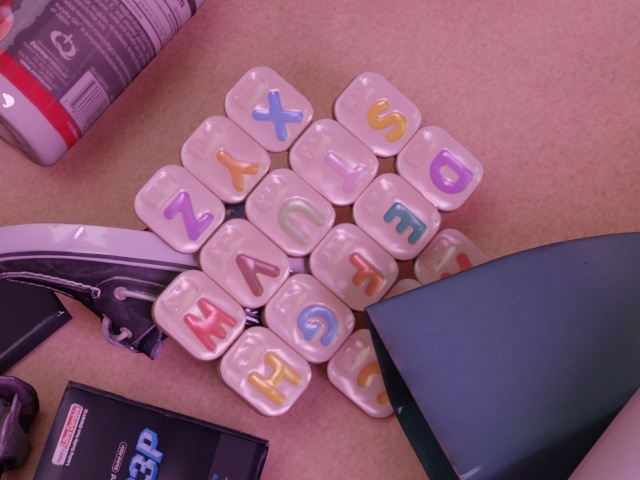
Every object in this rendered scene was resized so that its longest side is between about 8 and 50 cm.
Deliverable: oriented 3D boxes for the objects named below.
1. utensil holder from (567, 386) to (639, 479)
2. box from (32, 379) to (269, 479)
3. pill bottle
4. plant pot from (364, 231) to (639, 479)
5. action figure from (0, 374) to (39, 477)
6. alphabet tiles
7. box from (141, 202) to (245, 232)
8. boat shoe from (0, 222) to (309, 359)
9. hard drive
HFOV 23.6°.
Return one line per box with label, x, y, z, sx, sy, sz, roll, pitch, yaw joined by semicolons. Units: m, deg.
utensil holder;0.348;0.166;0.967;0.328;0.327;0.385;32;73;31
box;-0.153;0.241;1.218;0.175;0.051;0.220;17;66;0
pill bottle;-0.221;-0.241;1.483;0.176;0.176;0.318;33;76;31
plant pot;0.181;0.102;1.157;0.234;0.165;0.165;-25;56;-5
action figure;-0.320;0.250;1.281;0.185;0.099;0.285;6;67;3
alphabet tiles;0.000;0.000;1.266;0.278;0.021;0.284;42;78;-3
box;-0.094;-0.001;1.388;0.137;0.027;0.094;-34;56;-2
boat shoe;-0.147;0.050;1.306;0.301;0.108;0.102;8;81;-2
hard drive;-0.306;0.080;1.419;0.135;0.022;0.094;-39;56;-5
